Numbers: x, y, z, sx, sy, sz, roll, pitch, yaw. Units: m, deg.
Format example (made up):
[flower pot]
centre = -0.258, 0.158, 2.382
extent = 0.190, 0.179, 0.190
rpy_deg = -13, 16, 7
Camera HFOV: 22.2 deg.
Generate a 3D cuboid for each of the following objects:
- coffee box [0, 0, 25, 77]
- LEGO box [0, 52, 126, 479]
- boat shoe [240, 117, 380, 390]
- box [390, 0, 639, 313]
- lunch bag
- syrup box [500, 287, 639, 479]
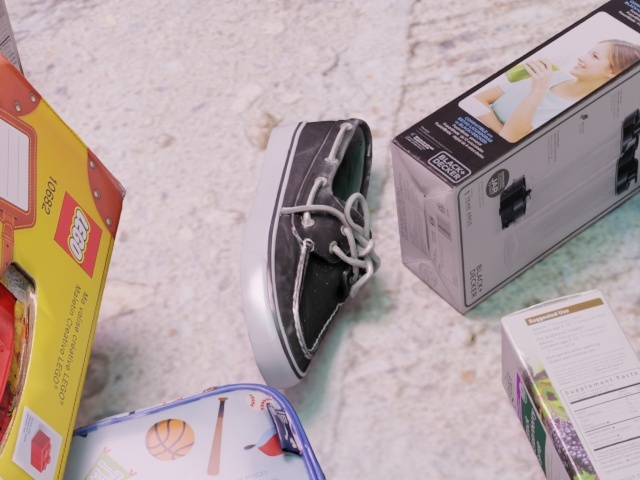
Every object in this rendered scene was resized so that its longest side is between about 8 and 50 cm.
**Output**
[coffee box]
centre = -0.389, -0.215, 1.603
extent = 0.141, 0.246, 0.098
rpy_deg = 22, 53, 22
[LEGO box]
centre = -0.386, 0.138, 1.241
extent = 0.373, 0.193, 0.500
rpy_deg = -17, 44, 25
[boat shoe]
centre = 0.001, 0.003, 1.462
extent = 0.105, 0.113, 0.306
rpy_deg = -10, 37, 16
[box]
centre = 0.205, -0.082, 1.482
extent = 0.290, 0.169, 0.087
rpy_deg = -33, 51, -20
[lunch bag]
centre = -0.118, 0.249, 1.259
extent = 0.303, 0.115, 0.243
rpy_deg = -17, 51, -8
[syrup box]
centre = 0.227, 0.162, 1.311
extent = 0.096, 0.093, 0.237
rpy_deg = -16, 49, -8
